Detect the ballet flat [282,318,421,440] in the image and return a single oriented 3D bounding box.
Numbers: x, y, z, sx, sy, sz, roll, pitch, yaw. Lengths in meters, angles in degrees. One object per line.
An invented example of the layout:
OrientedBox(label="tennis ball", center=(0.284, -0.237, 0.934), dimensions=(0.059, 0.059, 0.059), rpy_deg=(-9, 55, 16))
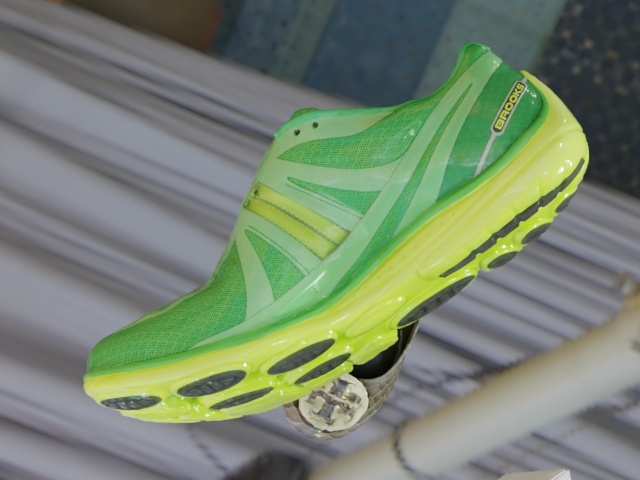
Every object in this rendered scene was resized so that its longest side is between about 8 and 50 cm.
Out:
OrientedBox(label="ballet flat", center=(0.046, 0.022, 1.232), dimensions=(0.250, 0.084, 0.058), rpy_deg=(-62, -166, 7))

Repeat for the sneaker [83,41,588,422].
OrientedBox(label="sneaker", center=(0.000, 0.000, 1.014), dimensions=(0.295, 0.123, 0.109), rpy_deg=(-32, 159, -2))

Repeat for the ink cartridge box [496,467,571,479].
OrientedBox(label="ink cartridge box", center=(0.145, 0.240, 1.328), dimensions=(0.056, 0.135, 0.099), rpy_deg=(-9, -172, 37))
